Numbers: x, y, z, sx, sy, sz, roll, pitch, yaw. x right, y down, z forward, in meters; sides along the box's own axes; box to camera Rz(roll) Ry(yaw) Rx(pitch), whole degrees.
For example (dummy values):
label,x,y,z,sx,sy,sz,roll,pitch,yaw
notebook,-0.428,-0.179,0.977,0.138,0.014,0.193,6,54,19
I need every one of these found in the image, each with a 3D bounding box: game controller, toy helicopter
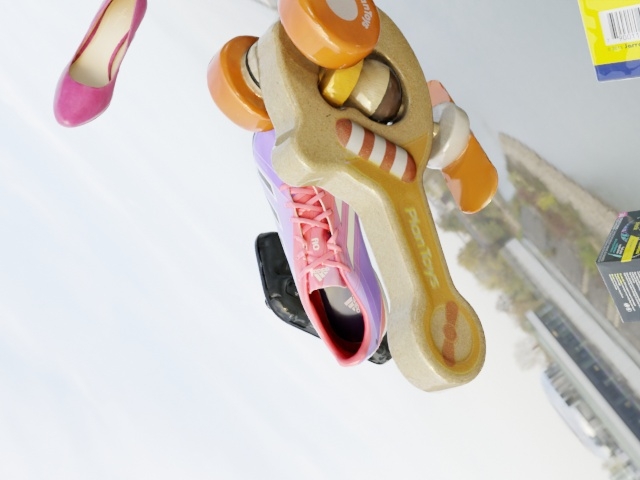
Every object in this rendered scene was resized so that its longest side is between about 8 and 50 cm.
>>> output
label,x,y,z,sx,sy,sz,roll,pitch,yaw
game controller,0.012,0.096,1.215,0.319,0.067,0.166,32,-156,-45
toy helicopter,0.065,-0.050,0.638,0.235,0.140,0.355,-6,-106,-42

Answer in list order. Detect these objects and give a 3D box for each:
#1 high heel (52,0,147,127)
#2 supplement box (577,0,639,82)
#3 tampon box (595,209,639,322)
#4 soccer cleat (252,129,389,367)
label,x,y,z,sx,sy,sz,roll,pitch,yaw
high heel,-0.312,-0.273,1.070,0.082,0.117,0.244,27,-124,-4
supplement box,0.410,-0.395,0.872,0.195,0.194,0.356,3,124,47
tampon box,0.460,0.024,0.955,0.120,0.161,0.101,-48,-65,-39
soccer cleat,0.000,0.000,0.903,0.116,0.109,0.318,-57,-53,-72
